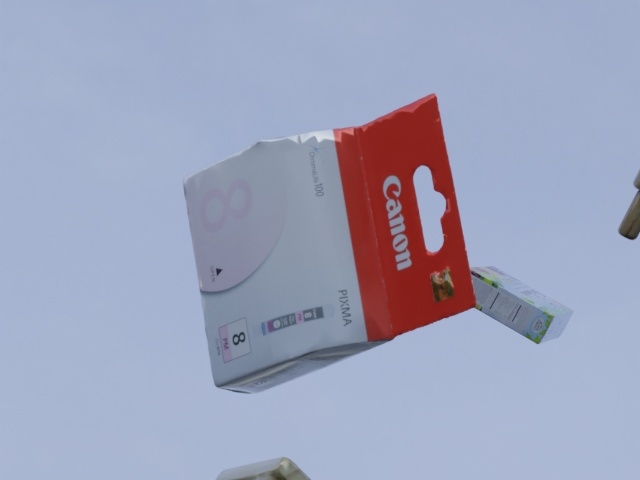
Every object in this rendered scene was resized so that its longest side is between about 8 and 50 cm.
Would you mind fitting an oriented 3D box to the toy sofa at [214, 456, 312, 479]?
[{"bbox_3d":[-0.093,0.351,1.416,0.177,0.362,0.150,44,-24,-9],"label":"toy sofa"}]

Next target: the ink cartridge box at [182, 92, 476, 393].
[{"bbox_3d":[0.000,0.000,1.502,0.232,0.189,0.066,-25,-25,37],"label":"ink cartridge box"}]

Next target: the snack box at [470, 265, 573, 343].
[{"bbox_3d":[0.199,0.065,1.923,0.100,0.141,0.037,31,-82,13],"label":"snack box"}]

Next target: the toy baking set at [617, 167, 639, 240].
[{"bbox_3d":[0.339,-0.023,1.491,0.196,0.030,0.256,29,-83,-9],"label":"toy baking set"}]
